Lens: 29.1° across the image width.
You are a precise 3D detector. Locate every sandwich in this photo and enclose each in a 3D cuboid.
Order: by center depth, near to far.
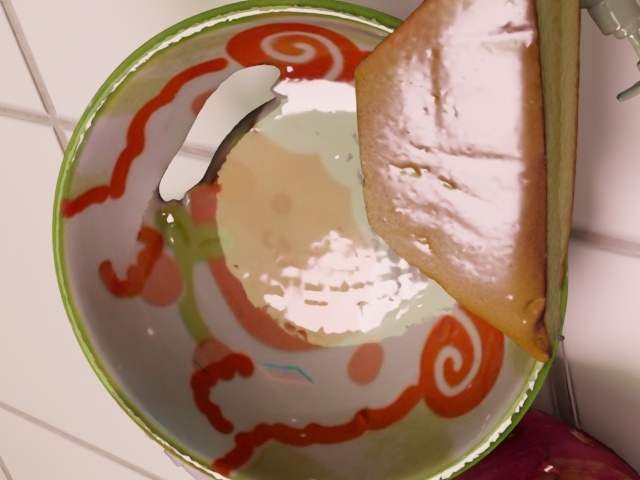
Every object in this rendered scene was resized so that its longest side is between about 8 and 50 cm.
[{"bbox_3d":[0.081,-0.057,0.613,0.096,0.094,0.258,14,131,25],"label":"sandwich"}]

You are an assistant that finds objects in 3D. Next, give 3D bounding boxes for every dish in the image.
[{"bbox_3d":[0.000,0.000,0.798,0.324,0.124,0.324,4,108,14],"label":"dish"}]

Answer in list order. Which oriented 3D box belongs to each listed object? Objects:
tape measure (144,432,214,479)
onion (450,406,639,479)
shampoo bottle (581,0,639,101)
[{"bbox_3d":[-0.071,0.109,0.968,0.120,0.236,0.197,-35,116,16],"label":"tape measure"},{"bbox_3d":[0.104,0.303,0.830,0.345,0.358,0.358,53,146,-12],"label":"onion"},{"bbox_3d":[0.117,-0.162,0.615,0.195,0.056,0.056,53,146,-10],"label":"shampoo bottle"}]
